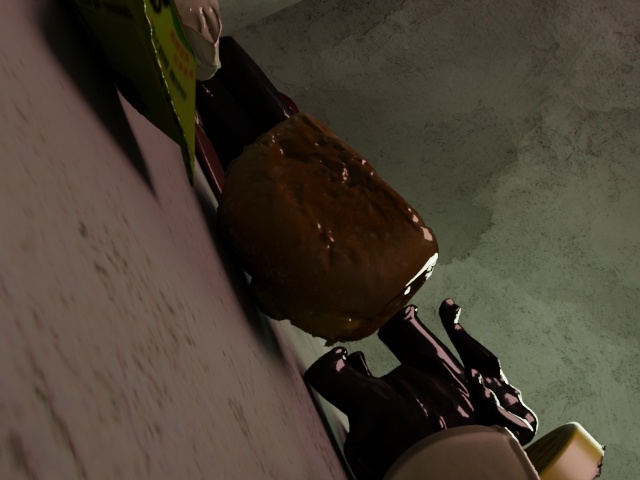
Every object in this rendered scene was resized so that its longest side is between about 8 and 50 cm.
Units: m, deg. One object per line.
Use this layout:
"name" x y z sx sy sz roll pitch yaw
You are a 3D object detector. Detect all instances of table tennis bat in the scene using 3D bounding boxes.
"table tennis bat" -0.166 -0.139 0.796 0.154 0.021 0.274 79 -12 -83

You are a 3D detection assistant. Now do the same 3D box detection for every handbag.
"handbag" -0.122 -0.174 1.012 0.342 0.152 0.288 55 -6 -3

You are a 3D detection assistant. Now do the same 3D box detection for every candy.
"candy" -0.141 -0.166 0.401 0.246 0.069 0.149 58 -10 35

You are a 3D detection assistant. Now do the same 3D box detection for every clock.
"clock" 0.182 0.300 0.630 0.071 0.294 0.277 51 -13 22

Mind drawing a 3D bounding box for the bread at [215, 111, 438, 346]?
"bread" -0.014 -0.003 0.622 0.246 0.176 0.195 49 -18 20

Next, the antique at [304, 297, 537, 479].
"antique" 0.153 0.241 0.817 0.255 0.322 0.185 49 -40 23

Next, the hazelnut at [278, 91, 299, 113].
"hazelnut" -0.169 -0.311 1.514 0.229 0.230 0.229 155 -90 -88

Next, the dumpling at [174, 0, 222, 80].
"dumpling" -0.184 -0.269 0.691 0.188 0.108 0.127 51 -30 9

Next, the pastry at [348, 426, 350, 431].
"pastry" 0.170 0.419 0.955 0.255 0.162 0.310 63 -2 -38

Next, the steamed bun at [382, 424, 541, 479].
"steamed bun" 0.121 0.275 0.425 0.146 0.164 0.241 64 1 -72
